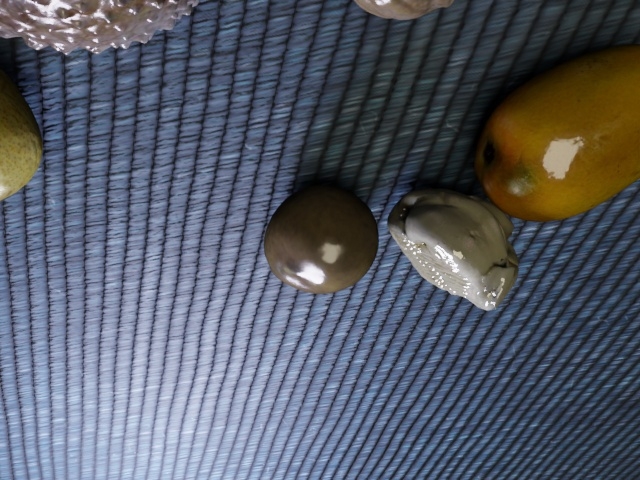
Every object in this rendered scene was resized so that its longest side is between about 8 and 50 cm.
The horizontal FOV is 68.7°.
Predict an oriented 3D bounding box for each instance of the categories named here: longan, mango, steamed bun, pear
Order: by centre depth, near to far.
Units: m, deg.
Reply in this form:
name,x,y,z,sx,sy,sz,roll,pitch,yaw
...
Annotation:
name,x,y,z,sx,sy,sz,roll,pitch,yaw
pear,-0.473,-0.149,0.564,0.229,0.188,0.211,-9,136,2
mango,0.367,-0.146,0.640,0.317,0.173,0.211,-23,123,3
steamed bun,0.218,-0.003,0.717,0.144,0.211,0.218,-46,116,-5
longan,0.000,0.000,0.718,0.187,0.167,0.167,-22,123,26

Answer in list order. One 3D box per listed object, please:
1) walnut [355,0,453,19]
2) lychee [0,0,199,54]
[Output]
name,x,y,z,sx,sy,sz,roll,pitch,yaw
walnut,0.077,-0.341,0.496,0.178,0.178,0.230,-39,123,20
lychee,-0.229,-0.321,0.414,0.300,0.300,0.300,-2,124,-3
